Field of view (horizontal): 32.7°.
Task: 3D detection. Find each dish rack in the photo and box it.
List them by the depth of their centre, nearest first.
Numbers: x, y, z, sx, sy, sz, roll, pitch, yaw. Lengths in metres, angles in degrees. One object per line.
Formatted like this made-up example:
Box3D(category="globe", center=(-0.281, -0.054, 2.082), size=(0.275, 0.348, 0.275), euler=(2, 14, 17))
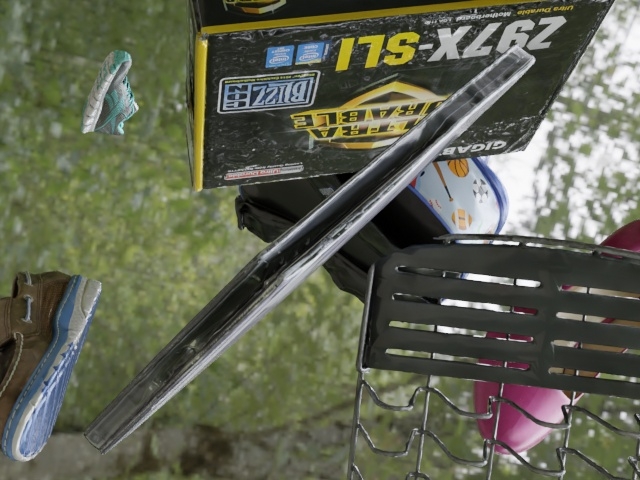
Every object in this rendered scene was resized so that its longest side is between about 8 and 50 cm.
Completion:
Box3D(category="dish rack", center=(0.103, 0.135, 0.532), size=(0.074, 0.208, 0.272), euler=(-89, -174, -86))

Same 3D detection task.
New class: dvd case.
Box3D(category="dvd case", center=(0.000, 0.000, 0.499), size=(0.221, 0.018, 0.164), euler=(-40, 178, -46))

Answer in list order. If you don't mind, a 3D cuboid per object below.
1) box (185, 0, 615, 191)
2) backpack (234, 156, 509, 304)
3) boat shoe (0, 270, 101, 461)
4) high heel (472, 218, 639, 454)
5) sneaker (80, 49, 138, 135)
Box3D(category="box", center=(0.049, -0.145, 0.909), size=(0.257, 0.321, 0.079), euler=(105, -25, -64))
Box3D(category="backpack", center=(0.068, -0.052, 1.196), size=(0.213, 0.263, 0.276), euler=(-41, 176, -28))
Box3D(category="boat shoe", center=(-0.184, 0.071, 0.664), size=(0.183, 0.066, 0.066), euler=(-95, -157, -71))
Box3D(category="high heel", center=(0.198, 0.061, 0.772), size=(0.117, 0.082, 0.244), euler=(-27, -173, 44))
Box3D(category="sneaker", center=(-0.315, -0.226, 1.693), size=(0.166, 0.076, 0.065), euler=(-53, -149, 42))
